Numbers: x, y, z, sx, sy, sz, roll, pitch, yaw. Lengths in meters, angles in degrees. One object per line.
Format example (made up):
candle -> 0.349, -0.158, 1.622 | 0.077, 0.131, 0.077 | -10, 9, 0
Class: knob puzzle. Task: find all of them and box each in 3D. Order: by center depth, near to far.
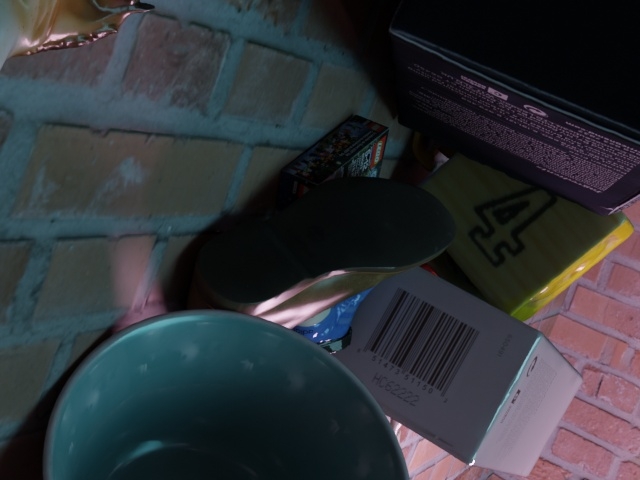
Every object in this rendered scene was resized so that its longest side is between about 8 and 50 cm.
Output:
knob puzzle -> 0.175, 0.028, 1.748 | 0.030, 0.213, 0.213 | -45, 170, 25

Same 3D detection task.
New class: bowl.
bowl -> -0.095, 0.232, 1.116 | 0.311, 0.311, 0.163 | -48, 174, -41

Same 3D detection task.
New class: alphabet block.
alphabet block -> 0.252, -0.031, 1.649 | 0.193, 0.197, 0.192 | -42, 167, 11

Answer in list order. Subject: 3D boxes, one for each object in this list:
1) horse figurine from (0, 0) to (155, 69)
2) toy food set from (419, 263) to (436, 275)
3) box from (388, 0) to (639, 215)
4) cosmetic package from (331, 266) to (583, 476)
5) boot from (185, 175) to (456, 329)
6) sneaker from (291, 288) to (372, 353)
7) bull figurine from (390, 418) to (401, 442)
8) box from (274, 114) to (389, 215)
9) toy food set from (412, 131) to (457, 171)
horse figurine -> -0.199, -0.125, 0.708 | 0.263, 0.066, 0.174 | -56, 153, -34
toy food set -> 0.188, 0.061, 1.875 | 0.232, 0.111, 0.104 | -65, 161, 11
box -> 0.293, -0.310, 1.309 | 0.472, 0.297, 0.480 | 43, 71, -83
cosmetic package -> 0.160, 0.156, 1.586 | 0.161, 0.230, 0.453 | -61, 159, -2
boot -> -0.002, 0.024, 1.276 | 0.305, 0.112, 0.115 | -18, 150, -34
sneaker -> 0.020, 0.064, 1.372 | 0.152, 0.058, 0.085 | -42, 144, -39
bull figurine -> 0.025, 0.289, 1.730 | 0.188, 0.101, 0.310 | -67, 161, -5
box -> 0.000, 0.000, 1.409 | 0.159, 0.044, 0.233 | -41, 149, -50
toy food set -> 0.178, -0.178, 1.635 | 0.128, 0.071, 0.218 | -44, 151, -48
